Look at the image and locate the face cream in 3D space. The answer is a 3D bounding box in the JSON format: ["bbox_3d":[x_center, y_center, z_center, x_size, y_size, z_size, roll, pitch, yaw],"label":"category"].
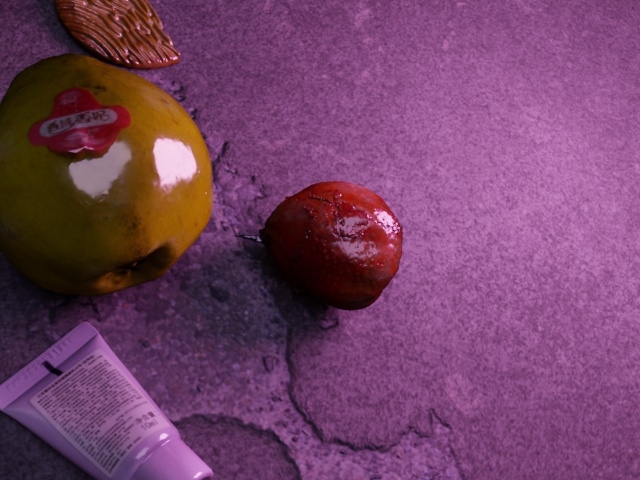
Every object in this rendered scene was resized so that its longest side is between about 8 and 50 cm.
[{"bbox_3d":[-0.258,0.227,1.017,0.273,0.096,0.154,39,60,18],"label":"face cream"}]

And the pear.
[{"bbox_3d":[-0.291,-0.097,1.065,0.287,0.287,0.375,-16,54,-25],"label":"pear"}]

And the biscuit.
[{"bbox_3d":[-0.317,-0.356,1.318,0.228,0.031,0.176,23,60,-6],"label":"biscuit"}]

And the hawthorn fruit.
[{"bbox_3d":[0.000,0.000,1.164,0.235,0.181,0.181,10,61,-13],"label":"hawthorn fruit"}]
